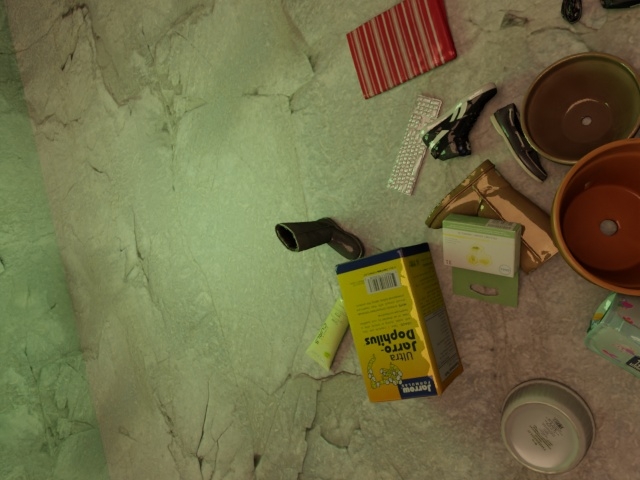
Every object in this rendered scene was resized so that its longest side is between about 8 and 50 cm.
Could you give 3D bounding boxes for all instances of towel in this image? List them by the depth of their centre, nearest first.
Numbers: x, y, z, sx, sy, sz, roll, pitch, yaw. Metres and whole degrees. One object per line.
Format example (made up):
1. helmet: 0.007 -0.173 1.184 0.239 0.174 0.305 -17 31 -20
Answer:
1. towel: 0.210 -0.516 1.378 0.274 0.031 0.199 -17 86 32

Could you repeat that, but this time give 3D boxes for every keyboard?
1. keyboard: 0.247 -0.251 1.382 0.072 0.014 0.256 24 105 28

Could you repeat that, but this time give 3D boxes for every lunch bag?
1. lunch bag: 0.654 0.195 1.023 0.223 0.262 0.160 35 110 23

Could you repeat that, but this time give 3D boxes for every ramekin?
1. ramekin: 0.518 0.436 1.210 0.207 0.109 0.207 2 94 31

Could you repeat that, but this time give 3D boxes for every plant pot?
1. plant pot: 0.604 -0.037 1.043 0.290 0.203 0.291 -1 85 14
2. plant pot: 0.566 -0.270 1.124 0.237 0.109 0.238 -5 81 34

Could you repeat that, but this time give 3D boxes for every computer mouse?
1. computer mouse: 0.647 -0.577 1.097 0.261 0.060 0.184 0 97 43

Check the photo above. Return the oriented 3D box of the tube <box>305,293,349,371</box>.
1. tube: 0.036 0.266 1.520 0.240 0.062 0.070 -64 24 23

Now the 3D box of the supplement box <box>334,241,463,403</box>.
1. supplement box: 0.202 0.203 1.333 0.195 0.194 0.357 -18 84 30

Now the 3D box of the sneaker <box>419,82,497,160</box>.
1. sneaker: 0.361 -0.277 1.283 0.216 0.079 0.121 -35 82 33

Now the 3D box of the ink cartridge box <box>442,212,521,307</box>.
1. ink cartridge box: 0.382 0.059 1.242 0.171 0.056 0.235 11 122 33

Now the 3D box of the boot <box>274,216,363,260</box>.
1. boot: 0.000 0.003 1.433 0.189 0.208 0.076 36 111 24

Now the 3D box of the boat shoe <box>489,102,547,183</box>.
1. boat shoe: 0.474 -0.229 1.213 0.065 0.075 0.206 -38 70 30

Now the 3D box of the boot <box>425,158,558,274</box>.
1. boot: 0.415 -0.026 1.255 0.270 0.089 0.236 51 122 14
